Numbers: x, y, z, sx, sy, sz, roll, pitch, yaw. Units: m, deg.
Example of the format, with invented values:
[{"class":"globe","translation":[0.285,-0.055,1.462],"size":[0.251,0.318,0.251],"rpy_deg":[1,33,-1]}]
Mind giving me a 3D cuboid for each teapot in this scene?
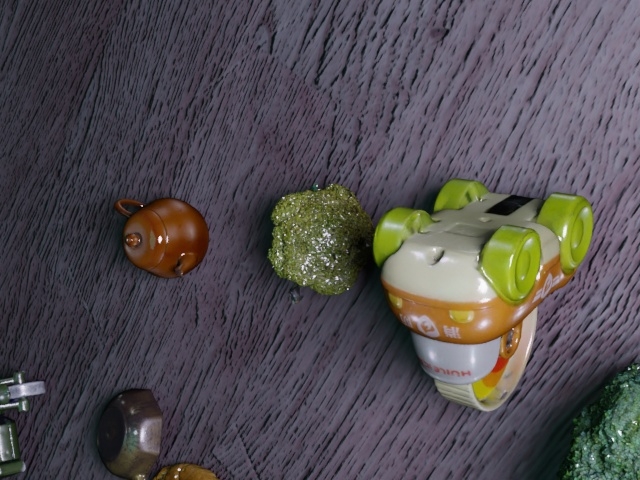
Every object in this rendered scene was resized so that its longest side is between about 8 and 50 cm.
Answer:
[{"class":"teapot","translation":[-0.221,-0.005,1.175],"size":[0.173,0.116,0.116],"rpy_deg":[42,115,28]}]

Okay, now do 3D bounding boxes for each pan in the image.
[{"class":"pan","translation":[-0.261,0.299,1.224],"size":[0.128,0.048,0.202],"rpy_deg":[-57,47,22]}]

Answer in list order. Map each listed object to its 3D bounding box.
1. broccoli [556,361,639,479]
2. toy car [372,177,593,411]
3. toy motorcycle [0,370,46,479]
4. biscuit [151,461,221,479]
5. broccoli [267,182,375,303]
[{"class":"broccoli","translation":[0.316,0.231,0.736],"size":[0.270,0.270,0.270],"rpy_deg":[-29,106,34]},{"class":"toy car","translation":[0.158,0.065,0.847],"size":[0.145,0.235,0.235],"rpy_deg":[12,99,36]},{"class":"toy motorcycle","translation":[-0.556,0.318,1.424],"size":[0.275,0.127,0.205],"rpy_deg":[-18,78,39]},{"class":"biscuit","translation":[-0.180,0.415,1.204],"size":[0.226,0.042,0.225],"rpy_deg":[3,94,37]},{"class":"broccoli","translation":[0.000,0.000,1.018],"size":[0.131,0.130,0.120],"rpy_deg":[65,161,-2]}]
